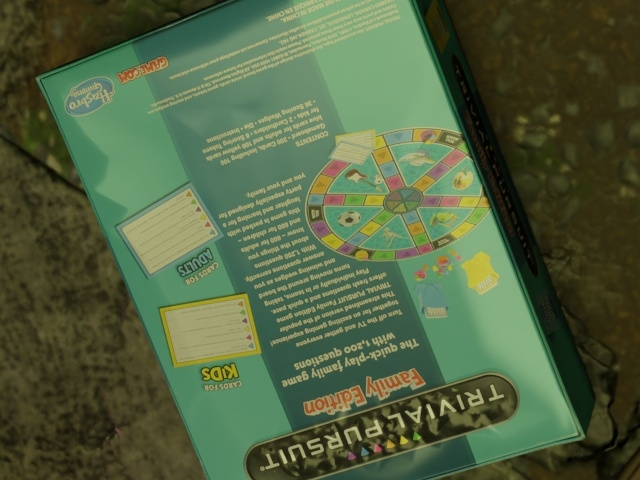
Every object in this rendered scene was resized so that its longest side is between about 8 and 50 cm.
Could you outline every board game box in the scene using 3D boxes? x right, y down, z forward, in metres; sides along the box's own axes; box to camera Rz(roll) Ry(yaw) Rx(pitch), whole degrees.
[{"bbox_3d":[0.000,0.000,1.176,0.254,0.079,0.336,-19,99,18],"label":"board game box"}]

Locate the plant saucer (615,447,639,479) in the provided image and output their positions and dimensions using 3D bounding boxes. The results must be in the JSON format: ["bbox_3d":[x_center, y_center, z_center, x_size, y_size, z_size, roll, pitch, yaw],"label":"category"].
[{"bbox_3d":[0.314,0.229,1.176,0.278,0.041,0.278,4,104,14],"label":"plant saucer"}]
